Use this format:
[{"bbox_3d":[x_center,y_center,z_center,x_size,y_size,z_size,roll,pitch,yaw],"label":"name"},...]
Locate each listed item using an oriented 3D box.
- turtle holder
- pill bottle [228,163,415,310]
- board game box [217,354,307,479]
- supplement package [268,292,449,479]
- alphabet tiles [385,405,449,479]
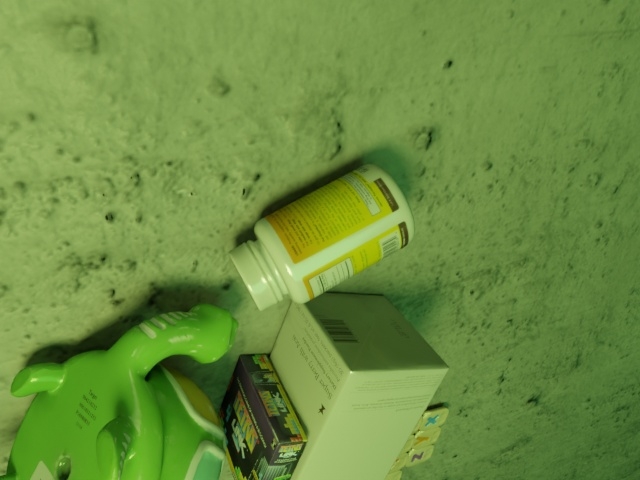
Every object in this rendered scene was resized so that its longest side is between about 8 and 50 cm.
[{"bbox_3d":[-0.232,0.237,0.639,0.244,0.319,0.227,-10,158,30],"label":"turtle holder"},{"bbox_3d":[0.000,0.000,0.656,0.215,0.117,0.117,-28,130,-10],"label":"pill bottle"},{"bbox_3d":[-0.091,0.271,0.753,0.048,0.170,0.141,6,117,-31],"label":"board game box"},{"bbox_3d":[0.020,0.247,0.795,0.176,0.177,0.292,6,117,-33],"label":"supplement package"},{"bbox_3d":[0.131,0.423,1.081,0.278,0.021,0.283,-5,123,-27],"label":"alphabet tiles"}]
